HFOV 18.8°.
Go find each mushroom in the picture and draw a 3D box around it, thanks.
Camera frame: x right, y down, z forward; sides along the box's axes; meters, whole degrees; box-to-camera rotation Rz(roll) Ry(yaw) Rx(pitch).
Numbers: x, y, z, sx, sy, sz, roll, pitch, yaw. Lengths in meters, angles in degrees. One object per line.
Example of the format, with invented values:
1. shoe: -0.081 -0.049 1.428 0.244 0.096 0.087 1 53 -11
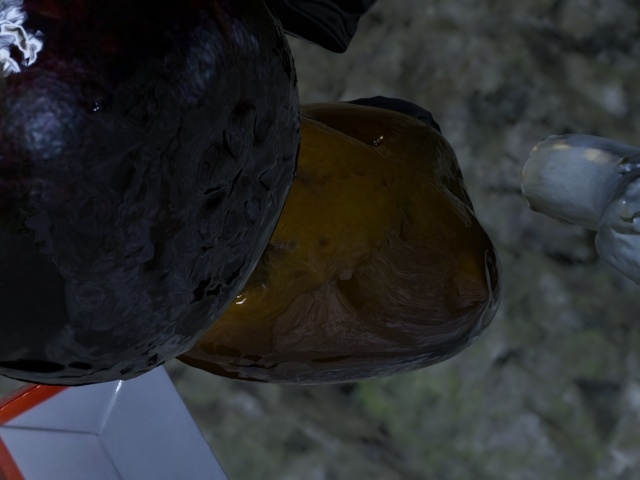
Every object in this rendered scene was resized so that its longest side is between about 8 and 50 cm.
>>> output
1. mushroom: 0.208 -0.020 1.276 0.278 0.096 0.099 -127 -164 -73

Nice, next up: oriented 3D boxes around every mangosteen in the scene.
1. mangosteen: -0.083 -0.031 0.575 0.152 0.152 0.152 32 9 -6

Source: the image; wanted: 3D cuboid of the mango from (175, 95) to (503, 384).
1. mango: 0.000 0.000 1.140 0.201 0.153 0.287 22 17 37

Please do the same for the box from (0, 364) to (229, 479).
1. box: -0.139 0.167 1.279 0.182 0.133 0.099 60 -20 -5

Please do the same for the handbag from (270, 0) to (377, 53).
1. handbag: -0.004 -0.217 1.044 0.247 0.223 0.080 16 33 -48
